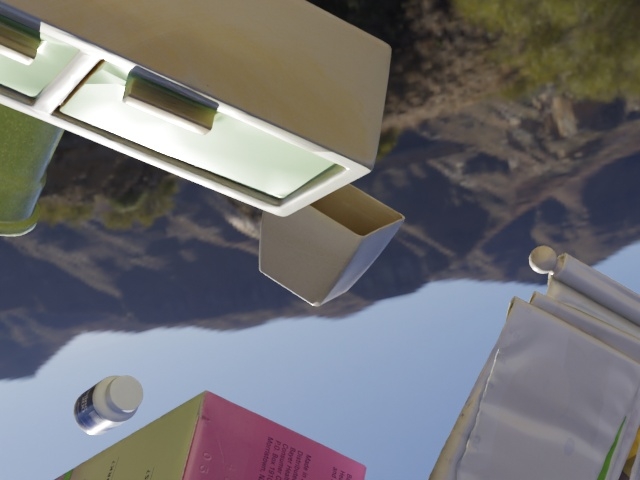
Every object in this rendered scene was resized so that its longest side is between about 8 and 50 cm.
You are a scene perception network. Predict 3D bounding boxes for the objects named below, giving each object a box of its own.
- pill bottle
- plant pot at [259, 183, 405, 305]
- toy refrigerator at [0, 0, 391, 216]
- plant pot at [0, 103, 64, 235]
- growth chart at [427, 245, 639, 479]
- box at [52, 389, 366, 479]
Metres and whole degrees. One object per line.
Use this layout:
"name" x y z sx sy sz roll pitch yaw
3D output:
"pill bottle" -0.294 0.227 1.431 0.067 0.067 0.120 -17 169 -39
"plant pot" 0.000 0.000 1.011 0.109 0.096 0.109 32 -156 18
"toy refrigerator" -0.101 -0.104 0.562 0.269 0.094 0.102 23 154 -27
"plant pot" -0.361 -0.187 1.097 0.254 0.276 0.276 -53 176 12
"growth chart" 0.135 0.125 0.600 0.237 0.172 0.021 -58 -157 -12
"box" -0.103 0.236 0.598 0.117 0.214 0.243 30 141 -24
